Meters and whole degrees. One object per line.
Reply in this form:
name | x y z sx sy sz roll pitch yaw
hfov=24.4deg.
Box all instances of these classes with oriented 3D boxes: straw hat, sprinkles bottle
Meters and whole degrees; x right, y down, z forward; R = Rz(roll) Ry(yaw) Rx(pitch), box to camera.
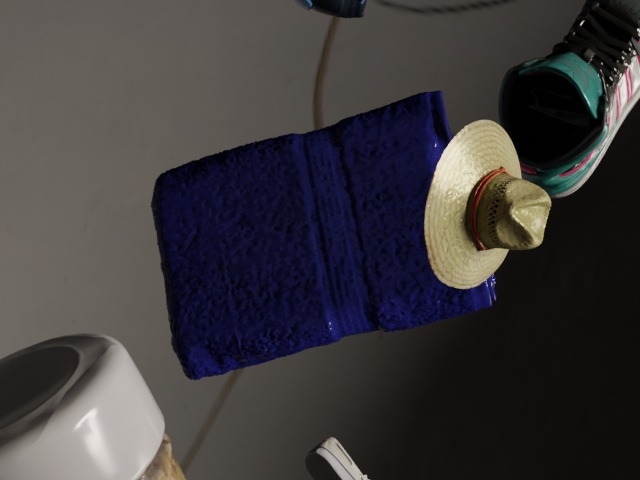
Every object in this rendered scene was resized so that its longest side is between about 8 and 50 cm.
straw hat | 0.145 -0.022 1.150 0.061 0.144 0.144 14 60 36
sprinkles bottle | -0.076 0.222 0.741 0.121 0.121 0.355 -32 111 -18

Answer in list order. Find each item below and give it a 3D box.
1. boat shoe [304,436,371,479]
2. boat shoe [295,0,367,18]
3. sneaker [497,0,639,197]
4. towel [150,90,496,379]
boat shoe | 0.029 0.194 1.138 0.100 0.035 0.035 51 42 0
boat shoe | 0.049 -0.350 1.527 0.089 0.109 0.258 20 93 -6
sneaker | 0.278 -0.184 1.557 0.123 0.178 0.296 27 98 17
towel | 0.000 0.000 1.412 0.308 0.076 0.228 -15 64 8
